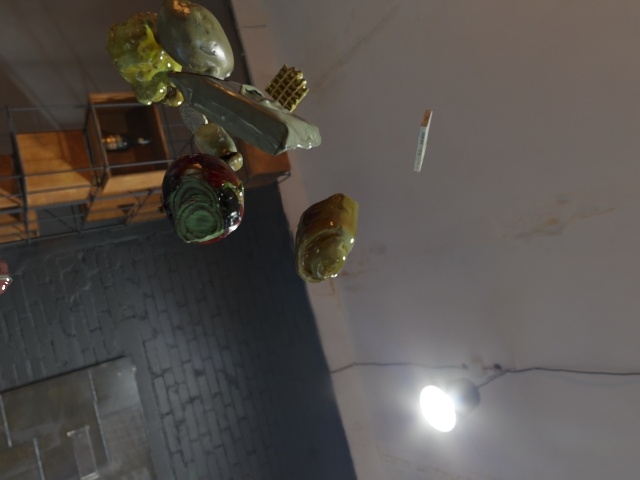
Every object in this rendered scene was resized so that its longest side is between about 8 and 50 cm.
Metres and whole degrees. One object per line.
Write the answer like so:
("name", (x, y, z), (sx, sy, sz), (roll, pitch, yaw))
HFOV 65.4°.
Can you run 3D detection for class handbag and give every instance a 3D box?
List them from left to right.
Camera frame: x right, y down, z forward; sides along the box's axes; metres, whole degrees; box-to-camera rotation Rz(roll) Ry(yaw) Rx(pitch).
("handbag", (-0.163, -0.291, 1.150), (0.315, 0.253, 0.109), (30, -70, 11))

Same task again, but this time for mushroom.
("mushroom", (-0.303, -0.272, 1.447), (0.312, 0.100, 0.081), (53, -15, 53))

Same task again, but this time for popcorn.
("popcorn", (-0.499, -0.535, 1.474), (0.225, 0.276, 0.277), (14, -67, 40))

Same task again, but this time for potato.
("potato", (-0.320, -0.512, 1.288), (0.160, 0.235, 0.178), (-25, -139, 29))

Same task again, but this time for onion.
("onion", (-0.155, -0.057, 0.656), (0.118, 0.118, 0.117), (29, -55, 51))

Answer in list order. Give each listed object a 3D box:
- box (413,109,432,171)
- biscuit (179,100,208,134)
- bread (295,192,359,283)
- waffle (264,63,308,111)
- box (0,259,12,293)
("box", (0.310, -0.302, 1.520), (0.024, 0.090, 0.167), (13, -41, 12))
("biscuit", (-0.469, -0.451, 1.856), (0.152, 0.020, 0.152), (29, -35, 23))
("bread", (0.000, 0.000, 1.972), (0.300, 0.210, 0.341), (-48, -159, 40))
("waffle", (-0.140, -0.690, 2.244), (0.160, 0.055, 0.211), (45, -40, -10))
("box", (-1.020, 0.101, 1.403), (0.404, 0.263, 0.108), (-7, -102, 58))
